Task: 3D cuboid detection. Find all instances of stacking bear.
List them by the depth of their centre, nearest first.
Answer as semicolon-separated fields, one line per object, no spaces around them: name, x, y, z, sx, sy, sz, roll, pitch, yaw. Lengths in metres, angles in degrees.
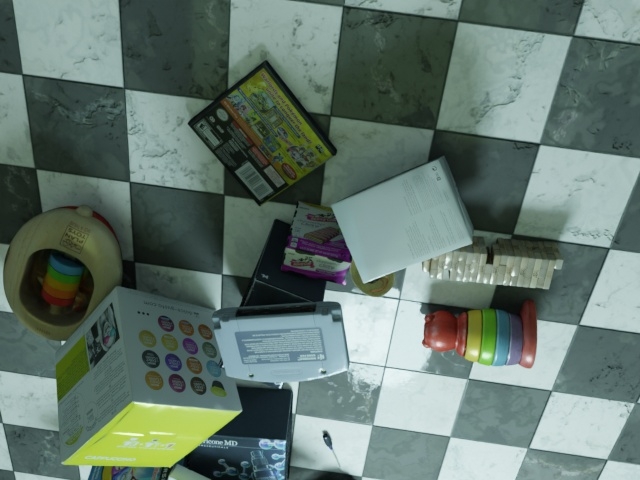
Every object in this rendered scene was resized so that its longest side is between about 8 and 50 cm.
stacking bear;0.421;0.253;1.696;0.288;0.164;0.176;4;121;9

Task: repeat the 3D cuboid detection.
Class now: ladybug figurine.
ladybug figurine;-0.677;0.076;1.699;0.305;0.162;0.449;27;120;-11

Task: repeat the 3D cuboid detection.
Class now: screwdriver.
screwdriver;0.043;0.695;2.072;0.025;0.024;0.170;1;127;39

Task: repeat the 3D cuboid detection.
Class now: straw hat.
straw hat;0.124;0.082;1.671;0.144;0.145;0.061;41;159;-17

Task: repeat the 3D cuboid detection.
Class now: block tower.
block tower;0.431;0.051;1.606;0.335;0.091;0.097;4;122;5

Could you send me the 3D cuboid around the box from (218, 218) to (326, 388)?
box;-0.106;0.158;1.607;0.182;0.296;0.294;21;121;-6

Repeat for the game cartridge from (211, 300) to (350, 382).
game cartridge;-0.087;0.238;1.452;0.297;0.062;0.198;-4;124;8

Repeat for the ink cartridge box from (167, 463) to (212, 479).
ink cartridge box;-0.283;0.796;1.812;0.370;0.069;0.176;25;114;5

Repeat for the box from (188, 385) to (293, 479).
box;-0.244;0.668;1.971;0.293;0.212;0.396;4;121;1

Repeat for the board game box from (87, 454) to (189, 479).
board game box;-0.572;0.733;2.021;0.335;0.254;0.079;-11;130;12

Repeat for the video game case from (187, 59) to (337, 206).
video game case;-0.139;-0.250;1.522;0.248;0.035;0.275;-32;112;22

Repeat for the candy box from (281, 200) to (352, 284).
candy box;0.000;0.000;1.539;0.159;0.233;0.071;13;121;-3

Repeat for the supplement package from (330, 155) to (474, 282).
supplement package;0.198;-0.054;1.476;0.262;0.198;0.199;-22;94;18

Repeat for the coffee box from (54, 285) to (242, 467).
coffee box;-0.470;0.381;1.692;0.338;0.335;0.337;-41;140;26
